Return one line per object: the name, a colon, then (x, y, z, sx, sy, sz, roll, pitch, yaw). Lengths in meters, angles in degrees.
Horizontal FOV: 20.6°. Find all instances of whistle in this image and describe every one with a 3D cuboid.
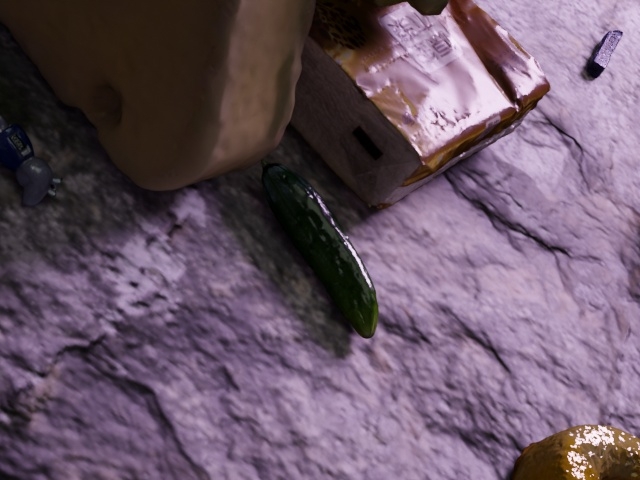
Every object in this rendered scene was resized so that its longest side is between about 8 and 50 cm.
whistle: (-0.212, -0.060, 1.211, 0.033, 0.029, 0.083, -38, 89, -34)

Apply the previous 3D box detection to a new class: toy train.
toy train: (0.280, -0.186, 1.730, 0.017, 0.017, 0.083, 33, 40, 1)

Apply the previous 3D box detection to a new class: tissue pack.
tissue pack: (0.065, -0.138, 1.457, 0.183, 0.092, 0.226, 49, 42, 9)

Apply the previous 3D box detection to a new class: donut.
donut: (0.223, 0.208, 1.287, 0.178, 0.065, 0.162, 30, 40, -12)

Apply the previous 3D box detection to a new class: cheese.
cheese: (-0.159, -0.259, 1.269, 0.384, 0.384, 0.104, 51, 35, 11)

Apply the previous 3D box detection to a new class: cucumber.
cucumber: (0.000, 0.000, 1.320, 0.039, 0.039, 0.168, -18, 70, -46)

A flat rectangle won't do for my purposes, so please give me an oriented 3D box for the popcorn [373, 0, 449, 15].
popcorn: (0.039, -0.305, 1.340, 0.225, 0.276, 0.276, 18, 44, -15)
